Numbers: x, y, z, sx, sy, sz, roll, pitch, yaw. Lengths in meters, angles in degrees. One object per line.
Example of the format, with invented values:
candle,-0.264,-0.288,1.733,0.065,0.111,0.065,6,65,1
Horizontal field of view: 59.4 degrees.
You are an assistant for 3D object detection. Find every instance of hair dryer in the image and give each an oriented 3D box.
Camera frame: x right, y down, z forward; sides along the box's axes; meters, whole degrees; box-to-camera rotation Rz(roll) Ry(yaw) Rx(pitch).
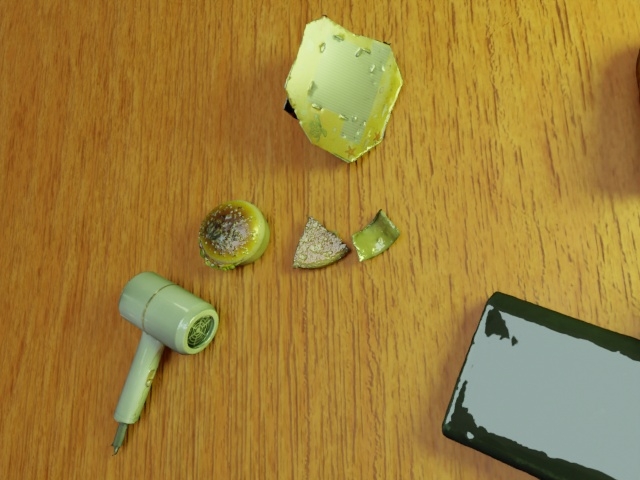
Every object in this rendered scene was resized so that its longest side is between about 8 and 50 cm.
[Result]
hair dryer,-0.327,0.254,1.067,0.173,0.107,0.357,24,97,29

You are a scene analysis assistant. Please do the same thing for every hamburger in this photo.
hamburger,-0.166,-0.010,1.047,0.141,0.081,0.126,-27,67,17

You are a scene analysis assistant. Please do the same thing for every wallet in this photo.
wallet,0.385,0.233,0.734,0.406,0.062,0.228,18,86,29

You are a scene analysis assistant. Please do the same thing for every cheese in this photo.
cheese,0.087,-0.004,0.947,0.084,0.041,0.060,-36,71,-3

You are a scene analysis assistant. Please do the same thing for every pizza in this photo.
pizza,0.008,0.012,0.992,0.099,0.029,0.100,13,86,20

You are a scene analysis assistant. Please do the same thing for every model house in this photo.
model house,0.015,-0.264,1.013,0.136,0.207,0.219,27,102,64

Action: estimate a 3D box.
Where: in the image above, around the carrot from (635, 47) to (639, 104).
carrot,0.490,-0.205,0.751,0.159,0.159,0.225,-20,59,20
